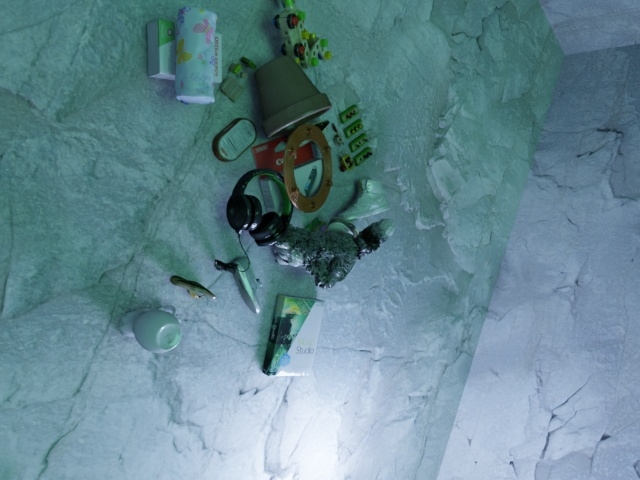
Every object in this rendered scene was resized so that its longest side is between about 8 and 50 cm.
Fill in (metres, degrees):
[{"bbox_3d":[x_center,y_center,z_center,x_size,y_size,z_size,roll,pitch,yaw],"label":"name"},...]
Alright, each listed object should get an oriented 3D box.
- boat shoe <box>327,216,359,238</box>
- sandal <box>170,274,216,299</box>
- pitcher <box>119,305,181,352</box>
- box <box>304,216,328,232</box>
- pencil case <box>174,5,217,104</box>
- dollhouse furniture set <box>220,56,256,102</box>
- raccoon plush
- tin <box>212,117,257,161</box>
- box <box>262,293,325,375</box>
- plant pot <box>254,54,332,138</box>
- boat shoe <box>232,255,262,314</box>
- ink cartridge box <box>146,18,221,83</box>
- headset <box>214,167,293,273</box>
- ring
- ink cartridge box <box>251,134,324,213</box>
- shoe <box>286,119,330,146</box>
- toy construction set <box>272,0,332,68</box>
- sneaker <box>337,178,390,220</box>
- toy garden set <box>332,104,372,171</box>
[{"bbox_3d":[0.103,-0.029,2.108,0.305,0.109,0.091,49,38,-58],"label":"boat shoe"},{"bbox_3d":[-0.435,0.169,1.684,0.180,0.072,0.049,27,93,-41],"label":"sandal"},{"bbox_3d":[-0.498,0.260,1.539,0.177,0.207,0.126,-29,116,-39],"label":"pitcher"},{"bbox_3d":[0.000,0.000,2.091,0.105,0.043,0.179,-44,122,-31],"label":"box"},{"bbox_3d":[-0.365,-0.546,1.478,0.124,0.113,0.273,-9,105,-53],"label":"pencil case"},{"bbox_3d":[-0.293,-0.568,1.736,0.152,0.058,0.076,-54,139,1],"label":"dollhouse furniture set"},{"bbox_3d":[0.023,-0.029,1.926,0.446,0.216,0.299,-41,115,0],"label":"raccoon plush"},{"bbox_3d":[-0.301,-0.356,1.754,0.190,0.040,0.106,-50,123,-26],"label":"tin"},{"bbox_3d":[-0.105,0.391,2.038,0.232,0.058,0.322,13,87,-44],"label":"box"},{"bbox_3d":[-0.124,-0.521,1.781,0.263,0.263,0.229,-32,99,-36],"label":"plant pot"},{"bbox_3d":[-0.256,0.165,1.844,0.081,0.079,0.228,-32,114,-31],"label":"boat shoe"},{"bbox_3d":[-0.422,-0.585,1.561,0.219,0.092,0.160,-7,102,-43],"label":"ink cartridge box"},{"bbox_3d":[-0.246,-0.066,1.763,0.243,0.185,0.394,36,67,-38],"label":"headset"},{"bbox_3d":[-0.033,-0.271,1.885,0.336,0.032,0.337,-9,100,-58],"label":"ring"},{"bbox_3d":[-0.108,-0.273,1.930,0.296,0.066,0.261,-29,116,-37],"label":"ink cartridge box"},{"bbox_3d":[-0.045,-0.427,1.951,0.219,0.058,0.077,-33,92,-38],"label":"shoe"},{"bbox_3d":[-0.079,-0.770,1.813,0.215,0.151,0.328,-55,129,-36],"label":"toy construction set"},{"bbox_3d":[0.172,-0.182,2.201,0.292,0.108,0.169,-20,96,-37],"label":"sneaker"},{"bbox_3d":[0.136,-0.432,2.149,0.204,0.049,0.244,-41,122,-32],"label":"toy garden set"}]
